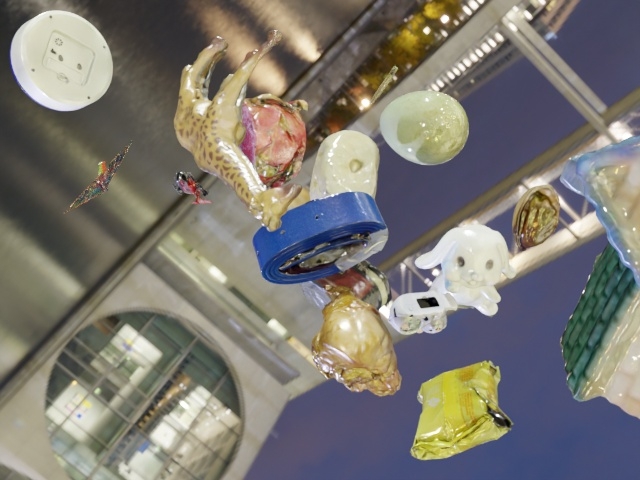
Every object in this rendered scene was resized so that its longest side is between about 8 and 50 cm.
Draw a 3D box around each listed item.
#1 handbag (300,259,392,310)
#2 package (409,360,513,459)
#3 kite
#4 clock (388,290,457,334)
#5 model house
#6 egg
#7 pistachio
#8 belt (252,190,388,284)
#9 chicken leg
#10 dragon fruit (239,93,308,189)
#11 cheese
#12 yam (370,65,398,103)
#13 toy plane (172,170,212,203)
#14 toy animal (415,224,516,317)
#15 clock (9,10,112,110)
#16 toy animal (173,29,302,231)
[{"bbox_3d":[0.078,0.131,1.975,0.254,0.181,0.181,28,-124,37],"label":"handbag"},{"bbox_3d":[0.231,0.277,1.092,0.168,0.090,0.226,-25,-169,17],"label":"package"},{"bbox_3d":[-0.524,-0.140,1.575,0.241,0.014,0.183,-53,-179,-26],"label":"kite"},{"bbox_3d":[0.251,0.197,1.680,0.080,0.176,0.117,-112,-156,-45],"label":"clock"},{"bbox_3d":[0.530,0.021,0.890,0.395,0.400,0.446,-23,132,-47],"label":"model house"},{"bbox_3d":[0.303,-0.344,1.990,0.295,0.218,0.218,24,-113,39],"label":"egg"},{"bbox_3d":[0.621,-0.060,1.900,0.130,0.165,0.210,46,-51,46],"label":"pistachio"},{"bbox_3d":[0.000,0.000,1.734,0.346,0.117,0.212,-20,144,0],"label":"belt"},{"bbox_3d":[0.084,0.241,1.579,0.182,0.295,0.409,-36,-158,4],"label":"chicken leg"},{"bbox_3d":[-0.116,-0.219,1.421,0.282,0.147,0.211,-128,-140,-50],"label":"dragon fruit"},{"bbox_3d":[0.062,-0.187,1.910,0.251,0.173,0.248,131,-29,-71],"label":"cheese"},{"bbox_3d":[0.146,-0.358,1.523,0.107,0.014,0.014,-54,-176,33],"label":"yam"},{"bbox_3d":[-0.307,-0.125,1.577,0.145,0.060,0.037,63,30,-59],"label":"toy plane"},{"bbox_3d":[0.399,0.073,1.737,0.289,0.249,0.174,133,-32,-55],"label":"toy animal"},{"bbox_3d":[-0.625,-0.434,1.605,0.083,0.230,0.230,-1,-137,47],"label":"clock"},{"bbox_3d":[-0.093,-0.116,0.685,0.149,0.054,0.276,-19,-126,19],"label":"toy animal"}]
